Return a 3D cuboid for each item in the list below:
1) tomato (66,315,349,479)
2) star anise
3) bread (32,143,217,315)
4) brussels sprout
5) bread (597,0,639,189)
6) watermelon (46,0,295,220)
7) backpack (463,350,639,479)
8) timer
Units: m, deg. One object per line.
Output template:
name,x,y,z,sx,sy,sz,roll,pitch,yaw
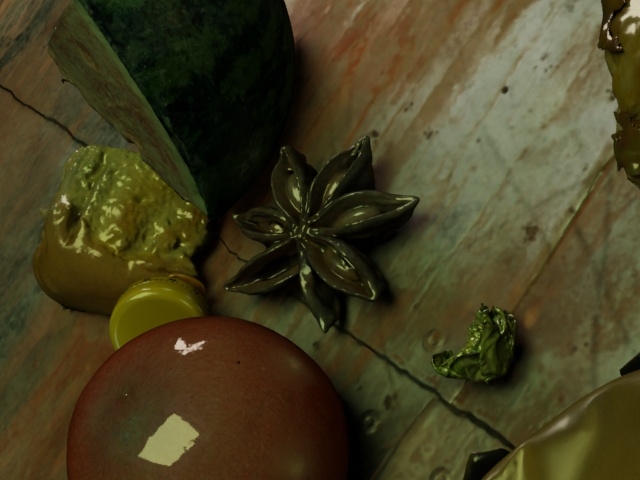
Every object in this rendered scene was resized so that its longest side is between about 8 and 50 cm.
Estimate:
tomato,-0.104,0.192,1.192,0.256,0.224,0.255,-24,45,26
star anise,0.003,-0.016,1.311,0.212,0.073,0.196,21,85,39
bread,-0.242,-0.019,1.461,0.252,0.133,0.174,1,63,39
brussels sprout,0.141,0.093,1.161,0.085,0.058,0.085,-54,14,20
bread,0.378,-0.192,1.045,0.325,0.167,0.277,-11,61,32
watermelon,-0.168,-0.222,1.386,0.293,0.250,0.283,21,50,11
backpack,0.250,0.263,0.889,0.353,0.201,0.378,-42,45,18
timer,-0.163,0.093,1.356,0.107,0.107,0.109,-37,19,18
